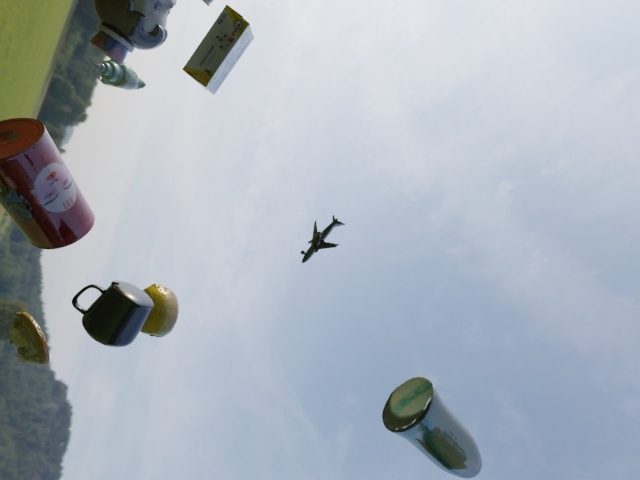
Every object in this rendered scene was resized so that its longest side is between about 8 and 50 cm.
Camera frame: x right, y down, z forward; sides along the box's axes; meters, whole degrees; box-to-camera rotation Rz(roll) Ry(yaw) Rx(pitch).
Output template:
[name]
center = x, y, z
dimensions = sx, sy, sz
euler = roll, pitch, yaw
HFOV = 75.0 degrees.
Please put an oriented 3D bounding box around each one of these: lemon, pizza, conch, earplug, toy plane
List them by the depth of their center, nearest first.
[conch]
center = -0.523, -0.419, 1.075
dimensions = 0.088, 0.180, 0.065
euler = -34, -95, 11
[earplug]
center = 0.352, 0.575, 1.214
dimensions = 0.185, 0.324, 0.185
euler = -41, -169, 9
[pizza]
center = -0.944, 0.319, 1.326
dimensions = 0.262, 0.034, 0.181
euler = -20, -90, 34
[toy plane]
center = -0.001, -0.003, 1.591
dimensions = 0.226, 0.058, 0.226
euler = -43, -146, 2
[lemon]
center = -0.629, 0.269, 1.605
dimensions = 0.170, 0.170, 0.207
euler = 3, -94, 52

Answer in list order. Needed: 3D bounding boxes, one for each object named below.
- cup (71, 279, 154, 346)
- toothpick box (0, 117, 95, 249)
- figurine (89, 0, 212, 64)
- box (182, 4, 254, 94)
[cup]
center = -0.648, 0.212, 1.296
dimensions = 0.176, 0.223, 0.169
euler = -53, -169, 0
[toothpick box]
center = -0.827, -0.157, 1.212
dimensions = 0.333, 0.204, 0.204
euler = 88, -13, -48
[figurine]
center = -0.332, -0.462, 0.805
dimensions = 0.275, 0.158, 0.161
euler = -37, -169, 16
[box]
center = -0.350, -0.656, 1.456
dimensions = 0.265, 0.097, 0.168
euler = -53, -171, 7
